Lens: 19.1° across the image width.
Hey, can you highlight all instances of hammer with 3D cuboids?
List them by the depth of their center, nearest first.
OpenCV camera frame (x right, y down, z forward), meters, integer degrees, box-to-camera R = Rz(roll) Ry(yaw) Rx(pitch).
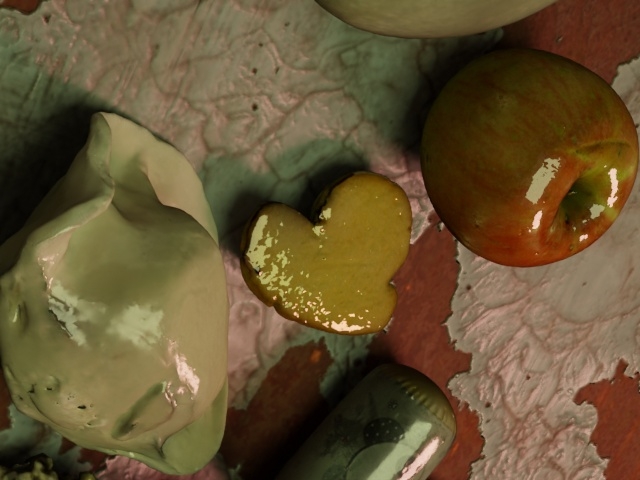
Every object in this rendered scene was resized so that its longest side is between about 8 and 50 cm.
[{"bbox_3d":[0.087,0.253,1.873,0.202,0.113,0.305,-46,139,1],"label":"hammer"}]

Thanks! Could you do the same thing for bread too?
[{"bbox_3d":[0.000,0.000,1.693,0.188,0.065,0.149,20,92,-36],"label":"bread"}]

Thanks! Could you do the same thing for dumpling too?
[{"bbox_3d":[-0.165,0.039,1.566,0.318,0.187,0.242,63,36,-47],"label":"dumpling"}]

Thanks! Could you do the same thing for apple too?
[{"bbox_3d":[0.181,-0.078,1.690,0.196,0.196,0.196,-16,123,-26],"label":"apple"}]

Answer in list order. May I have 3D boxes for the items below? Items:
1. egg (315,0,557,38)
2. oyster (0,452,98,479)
[{"bbox_3d":[0.125,-0.298,1.477,0.352,0.258,0.258,-29,128,-19],"label":"egg"},{"bbox_3d":[-0.326,0.325,1.640,0.355,0.107,0.201,-30,96,-9],"label":"oyster"}]
